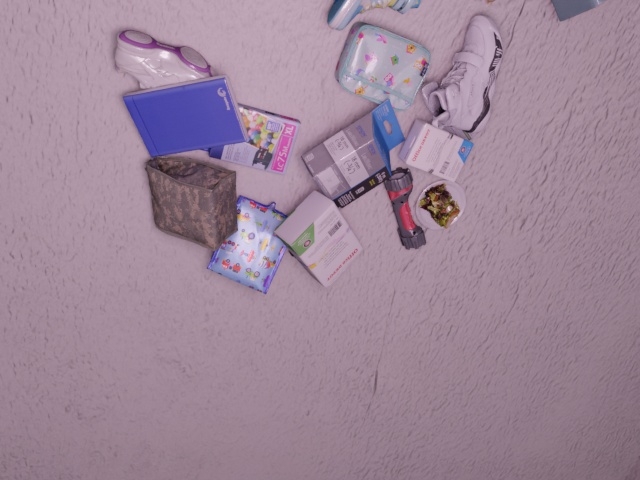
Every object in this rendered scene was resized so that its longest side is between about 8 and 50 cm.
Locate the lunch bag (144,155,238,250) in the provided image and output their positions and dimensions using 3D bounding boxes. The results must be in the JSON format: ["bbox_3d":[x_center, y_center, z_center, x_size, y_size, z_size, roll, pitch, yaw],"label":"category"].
[{"bbox_3d":[-0.417,-0.130,1.716,0.286,0.169,0.235,18,128,18],"label":"lunch bag"}]

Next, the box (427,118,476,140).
[{"bbox_3d":[0.444,-0.377,1.872,0.186,0.038,0.145,-41,116,8],"label":"box"}]

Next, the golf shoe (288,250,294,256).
[{"bbox_3d":[-0.051,-0.031,1.928,0.093,0.077,0.198,0,117,-34],"label":"golf shoe"}]

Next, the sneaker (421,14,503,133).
[{"bbox_3d":[0.445,-0.521,1.700,0.210,0.137,0.366,-8,110,-31],"label":"sneaker"}]

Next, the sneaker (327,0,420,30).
[{"bbox_3d":[0.178,-0.705,1.584,0.208,0.127,0.319,36,93,-26],"label":"sneaker"}]

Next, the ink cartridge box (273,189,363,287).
[{"bbox_3d":[0.000,0.000,1.847,0.201,0.117,0.278,-46,137,-9],"label":"ink cartridge box"}]

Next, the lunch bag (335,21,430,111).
[{"bbox_3d":[0.198,-0.537,1.701,0.279,0.108,0.224,16,111,-19],"label":"lunch bag"}]

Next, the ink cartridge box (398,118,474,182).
[{"bbox_3d":[0.388,-0.303,1.822,0.203,0.086,0.148,18,109,-21],"label":"ink cartridge box"}]

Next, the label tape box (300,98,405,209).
[{"bbox_3d":[0.135,-0.270,1.765,0.333,0.106,0.240,-32,149,6],"label":"label tape box"}]

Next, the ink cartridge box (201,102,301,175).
[{"bbox_3d":[-0.237,-0.335,1.737,0.311,0.065,0.186,13,112,-16],"label":"ink cartridge box"}]

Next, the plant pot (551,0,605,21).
[{"bbox_3d":[0.809,-0.853,1.608,0.247,0.247,0.252,-35,101,6],"label":"plant pot"}]

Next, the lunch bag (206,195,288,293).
[{"bbox_3d":[-0.227,-0.001,1.863,0.220,0.138,0.293,25,100,-10],"label":"lunch bag"}]

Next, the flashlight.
[{"bbox_3d":[0.312,-0.109,1.941,0.103,0.103,0.304,-24,117,-3],"label":"flashlight"}]

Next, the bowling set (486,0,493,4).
[{"bbox_3d":[0.567,-0.840,1.588,0.154,0.200,0.287,14,116,-19],"label":"bowling set"}]

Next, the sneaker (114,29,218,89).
[{"bbox_3d":[-0.453,-0.505,1.597,0.305,0.114,0.152,17,132,-20],"label":"sneaker"}]

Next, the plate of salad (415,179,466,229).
[{"bbox_3d":[0.449,-0.125,1.992,0.199,0.048,0.200,-5,117,-9],"label":"plate of salad"}]

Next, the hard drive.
[{"bbox_3d":[-0.400,-0.369,1.625,0.318,0.040,0.210,-7,130,10],"label":"hard drive"}]
